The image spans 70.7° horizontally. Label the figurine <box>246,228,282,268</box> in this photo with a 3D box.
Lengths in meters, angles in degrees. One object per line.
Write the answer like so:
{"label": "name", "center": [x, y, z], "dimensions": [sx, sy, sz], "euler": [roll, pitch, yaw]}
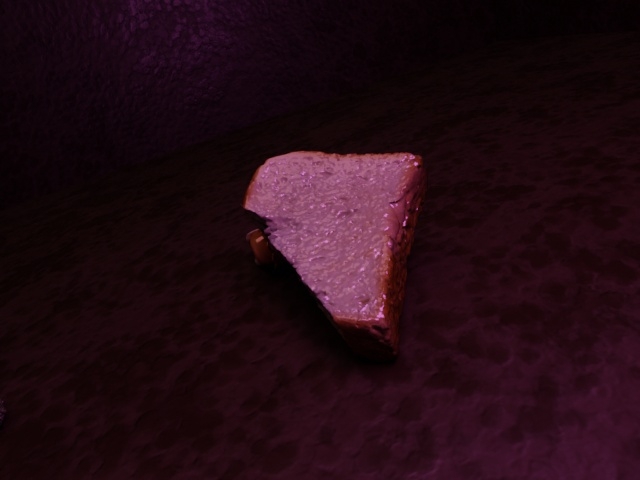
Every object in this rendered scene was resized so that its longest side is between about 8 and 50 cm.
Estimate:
{"label": "figurine", "center": [-0.023, -0.008, 0.756], "dimensions": [0.195, 0.111, 0.102], "euler": [-24, 9, -7]}

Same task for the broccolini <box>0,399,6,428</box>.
{"label": "broccolini", "center": [-0.494, 0.214, 0.646], "dimensions": [0.239, 0.054, 0.051], "euler": [10, 51, 49]}

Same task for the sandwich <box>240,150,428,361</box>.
{"label": "sandwich", "center": [0.001, 0.003, 0.595], "dimensions": [0.255, 0.099, 0.288], "euler": [3, 52, 18]}
